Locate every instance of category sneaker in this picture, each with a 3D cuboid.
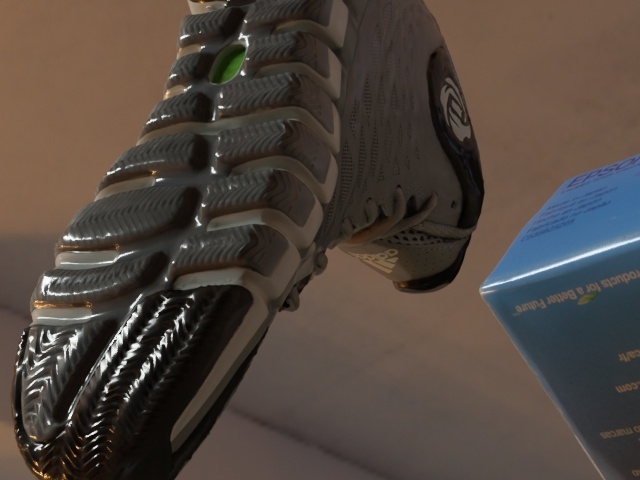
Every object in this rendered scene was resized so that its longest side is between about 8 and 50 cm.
[{"bbox_3d":[0.000,0.000,0.481,0.086,0.229,0.132,-3,-37,38],"label":"sneaker"}]

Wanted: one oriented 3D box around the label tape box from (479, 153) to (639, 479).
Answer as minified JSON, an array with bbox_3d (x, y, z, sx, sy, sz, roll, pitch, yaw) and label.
[{"bbox_3d":[0.274,0.101,0.716,0.249,0.115,0.348,-22,-71,46],"label":"label tape box"}]
